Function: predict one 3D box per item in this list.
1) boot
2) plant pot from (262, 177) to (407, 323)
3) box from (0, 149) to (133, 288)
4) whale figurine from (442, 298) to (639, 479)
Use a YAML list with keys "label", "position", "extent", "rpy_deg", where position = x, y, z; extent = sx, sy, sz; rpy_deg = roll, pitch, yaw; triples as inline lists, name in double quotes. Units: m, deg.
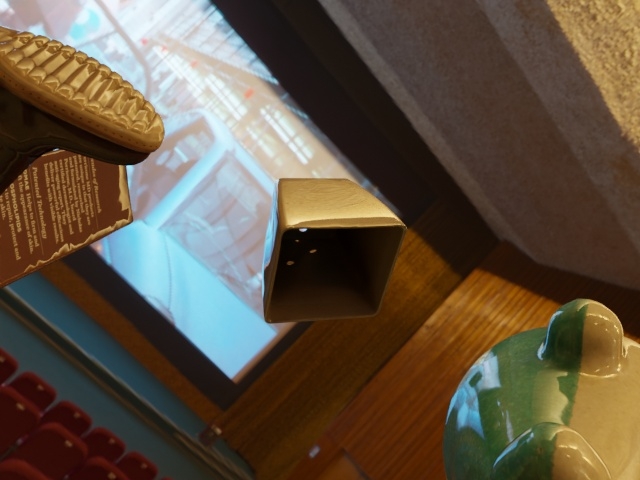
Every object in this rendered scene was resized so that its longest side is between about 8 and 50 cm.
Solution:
- label: "boot"
  position: [-0.256, -0.057, 0.511]
  extent: [0.248, 0.207, 0.090]
  rpy_deg: [23, 28, -3]
- label: "plant pot"
  position: [0.000, 0.000, 0.603]
  extent: [0.096, 0.109, 0.109]
  rpy_deg: [-111, -154, -47]
- label: "box"
  position: [-0.404, -0.038, 0.793]
  extent: [0.191, 0.143, 0.381]
  rpy_deg: [2, 15, 13]
- label: "whale figurine"
  position: [0.132, 0.141, 0.416]
  extent: [0.141, 0.216, 0.272]
  rpy_deg: [6, 0, 27]
